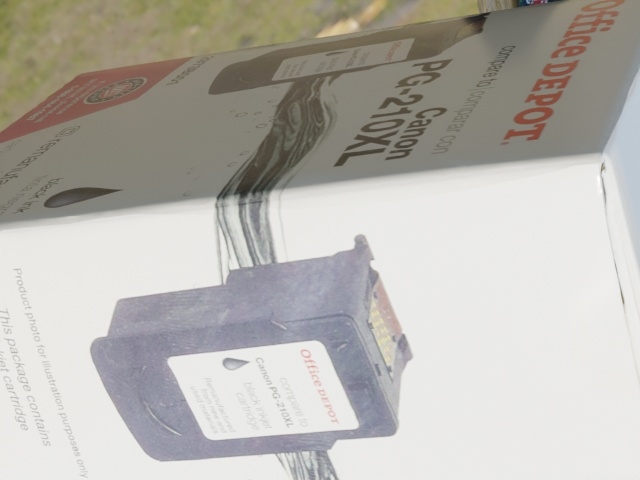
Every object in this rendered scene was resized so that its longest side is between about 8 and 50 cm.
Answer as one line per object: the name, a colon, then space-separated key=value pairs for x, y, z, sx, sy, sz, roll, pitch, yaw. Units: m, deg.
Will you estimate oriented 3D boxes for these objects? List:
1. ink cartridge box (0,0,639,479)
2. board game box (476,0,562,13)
ink cartridge box: x=0.000 y=0.000 z=0.501 sx=0.237 sy=0.100 sz=0.172 roll=-6 pitch=-158 yaw=22
board game box: x=0.086 y=-0.191 z=0.809 sx=0.030 sy=0.260 sz=0.136 roll=-12 pitch=148 yaw=2
